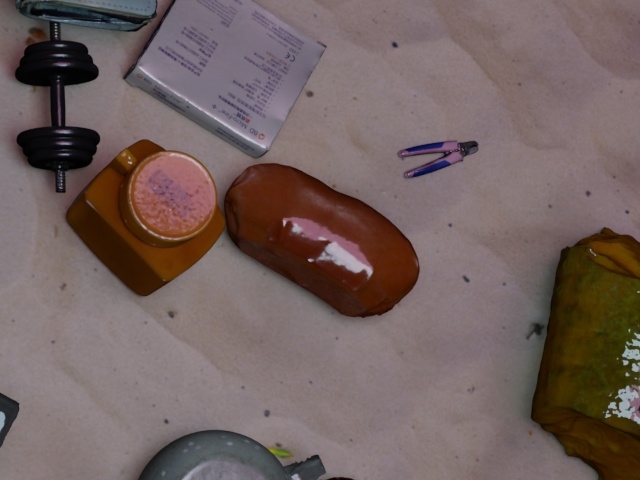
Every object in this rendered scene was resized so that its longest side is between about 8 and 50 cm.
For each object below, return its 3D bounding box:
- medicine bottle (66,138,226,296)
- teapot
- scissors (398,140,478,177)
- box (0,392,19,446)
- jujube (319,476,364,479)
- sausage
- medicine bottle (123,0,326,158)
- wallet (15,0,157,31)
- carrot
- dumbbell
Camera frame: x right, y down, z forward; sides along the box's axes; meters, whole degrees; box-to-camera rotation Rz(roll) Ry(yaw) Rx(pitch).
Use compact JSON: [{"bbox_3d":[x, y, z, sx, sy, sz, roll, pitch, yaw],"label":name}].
[{"bbox_3d":[-0.194,-0.030,1.856,0.149,0.222,0.112,46,70,-6],"label":"medicine bottle"},{"bbox_3d":[-0.125,0.316,1.875,0.294,0.129,0.193,-22,88,-23],"label":"teapot"},{"bbox_3d":[0.156,-0.110,2.104,0.113,0.012,0.039,-14,85,-21],"label":"scissors"},{"bbox_3d":[-0.435,0.177,1.718,0.178,0.274,0.138,28,74,-19],"label":"box"},{"bbox_3d":[0.060,0.338,1.952,0.166,0.104,0.104,34,72,-3],"label":"jujube"},{"bbox_3d":[0.001,-0.002,1.973,0.258,0.133,0.133,29,73,-8],"label":"sausage"},{"bbox_3d":[-0.115,-0.222,2.009,0.201,0.052,0.171,31,72,-13],"label":"medicine bottle"},{"bbox_3d":[-0.285,-0.373,1.929,0.176,0.075,0.250,6,67,-31],"label":"wallet"},{"bbox_3d":[0.397,0.134,2.028,0.241,0.241,0.341,19,76,-15],"label":"carrot"},{"bbox_3d":[-0.308,-0.159,1.905,0.099,0.099,0.208,0,82,-19],"label":"dumbbell"}]
